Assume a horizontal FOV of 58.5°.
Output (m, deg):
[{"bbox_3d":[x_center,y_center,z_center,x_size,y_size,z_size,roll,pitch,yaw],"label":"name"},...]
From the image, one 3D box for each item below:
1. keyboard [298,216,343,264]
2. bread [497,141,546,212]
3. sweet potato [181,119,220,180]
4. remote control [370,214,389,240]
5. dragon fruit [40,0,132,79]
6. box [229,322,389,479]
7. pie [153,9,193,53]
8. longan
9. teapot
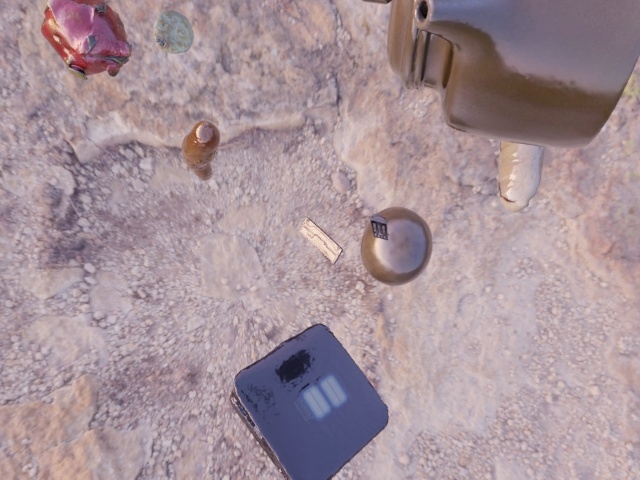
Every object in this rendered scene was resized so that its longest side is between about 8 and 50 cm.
[{"bbox_3d":[0.000,0.000,1.538,0.155,0.010,0.053,44,114,31],"label":"keyboard"},{"bbox_3d":[0.281,-0.138,0.809,0.053,0.073,0.214,23,64,-14],"label":"bread"},{"bbox_3d":[-0.356,-0.252,1.684,0.109,0.385,0.109,4,75,-14],"label":"sweet potato"},{"bbox_3d":[0.108,-0.023,1.020,0.034,0.091,0.016,14,73,13],"label":"remote control"},{"bbox_3d":[-0.538,-0.489,1.338,0.200,0.269,0.198,24,106,-27],"label":"dragon fruit"},{"bbox_3d":[-0.025,0.436,1.523,0.350,0.091,0.359,-31,77,-35],"label":"box"},{"bbox_3d":[-0.297,-0.421,1.154,0.085,0.017,0.085,-5,108,-17],"label":"pie"},{"bbox_3d":[0.167,0.015,1.319,0.159,0.204,0.185,16,67,-26],"label":"longan"},{"bbox_3d":[0.118,-0.173,0.400,0.175,0.268,0.186,15,121,9],"label":"teapot"}]
